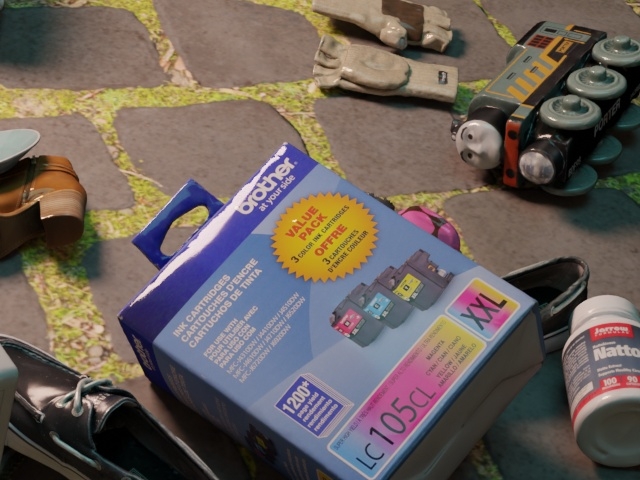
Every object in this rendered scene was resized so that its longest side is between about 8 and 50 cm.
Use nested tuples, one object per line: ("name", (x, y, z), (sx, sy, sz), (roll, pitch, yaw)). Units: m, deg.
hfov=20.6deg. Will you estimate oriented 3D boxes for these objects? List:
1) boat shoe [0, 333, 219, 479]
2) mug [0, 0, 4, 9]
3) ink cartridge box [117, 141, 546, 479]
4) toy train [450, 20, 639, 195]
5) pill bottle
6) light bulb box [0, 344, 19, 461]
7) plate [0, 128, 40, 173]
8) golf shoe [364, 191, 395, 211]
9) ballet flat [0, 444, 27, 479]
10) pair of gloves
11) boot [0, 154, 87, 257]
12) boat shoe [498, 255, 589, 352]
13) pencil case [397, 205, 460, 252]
("boat shoe", (-0.215, 0.176, 1.670), (0.301, 0.102, 0.108), (40, 45, 12))
("mug", (-0.580, -0.471, 2.245), (0.328, 0.374, 0.276), (-2, 34, -6))
("ink cartridge box", (-0.011, 0.086, 1.785), (0.395, 0.151, 0.270), (32, 68, 27))
("toy train", (0.305, -0.176, 2.297), (0.190, 0.142, 0.334), (15, 38, 25))
("pill bottle", (0.317, 0.146, 1.899), (0.108, 0.108, 0.180), (6, 38, -6))
("light bulb box", (-0.463, 0.194, 1.367), (0.361, 0.358, 0.225), (-15, 49, -35))
("plate", (-0.411, -0.087, 2.031), (0.188, 0.024, 0.188), (-13, 17, 4))
("golf shoe", (0.000, 0.000, 2.045), (0.198, 0.077, 0.094), (-9, 56, -18))
("ballet flat", (-0.336, 0.218, 1.691), (0.084, 0.058, 0.250), (38, 47, 2))
("pair of gloves", (0.086, -0.268, 2.424), (0.204, 0.042, 0.240), (9, 39, -9))
("boot", (-0.366, -0.043, 2.007), (0.197, 0.073, 0.152), (-1, 31, -13))
("boat shoe", (0.181, 0.092, 1.933), (0.306, 0.105, 0.113), (-16, 45, -31))
("pencil case", (0.061, 0.030, 1.998), (0.098, 0.095, 0.209), (32, 40, 30))
